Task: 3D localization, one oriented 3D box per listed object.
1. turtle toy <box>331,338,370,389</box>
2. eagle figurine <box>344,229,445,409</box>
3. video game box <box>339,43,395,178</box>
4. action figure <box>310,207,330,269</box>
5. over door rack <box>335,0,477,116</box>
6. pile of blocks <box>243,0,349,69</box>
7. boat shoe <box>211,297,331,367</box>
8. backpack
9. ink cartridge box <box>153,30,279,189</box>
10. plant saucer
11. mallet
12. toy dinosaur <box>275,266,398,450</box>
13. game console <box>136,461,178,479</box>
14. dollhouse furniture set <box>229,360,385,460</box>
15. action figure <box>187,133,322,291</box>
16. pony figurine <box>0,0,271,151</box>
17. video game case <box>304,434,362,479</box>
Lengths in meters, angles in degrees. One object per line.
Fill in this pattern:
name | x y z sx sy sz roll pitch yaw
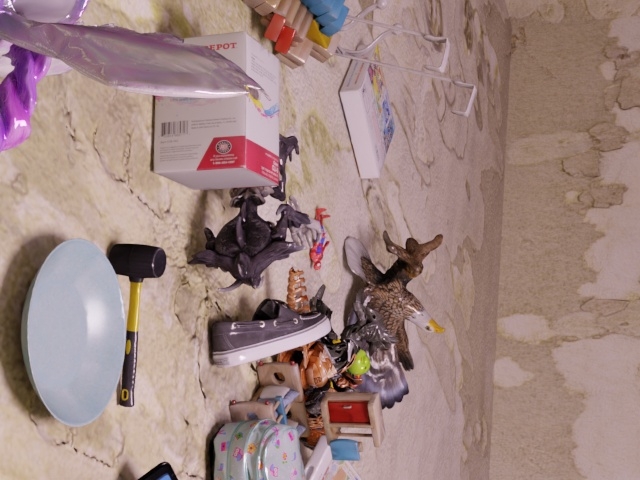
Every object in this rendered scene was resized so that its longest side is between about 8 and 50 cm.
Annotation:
turtle toy | 0.043 0.220 1.974 0.130 0.066 0.095 127 -29 -65
eagle figurine | 0.136 0.147 2.205 0.226 0.225 0.298 2 122 -33
video game box | 0.097 -0.260 2.279 0.187 0.048 0.205 -67 149 -48
action figure | 0.000 0.000 1.994 0.038 0.030 0.115 65 30 -59
over door rack | 0.118 -0.351 1.945 0.108 0.324 0.239 -59 157 -2
pile of blocks | -0.042 -0.360 1.725 0.112 0.149 0.362 -69 152 -20
boat shoe | -0.072 0.121 1.634 0.229 0.080 0.076 -14 93 -46
backpack | -0.085 0.334 1.566 0.152 0.115 0.182 -22 106 -68
ink cartridge box | -0.130 -0.164 1.466 0.127 0.128 0.176 22 67 -70
plant saucer | -0.264 0.095 1.182 0.195 0.038 0.194 -3 90 -72
mallet | -0.225 0.095 1.315 0.039 0.062 0.189 -2 104 -70
toy dinosaur | 0.003 0.188 1.813 0.218 0.164 0.322 -47 156 -43
game console | -0.191 0.335 1.306 0.107 0.071 0.122 -96 171 -52
dollhouse furniture set | -0.016 0.261 1.664 0.129 0.184 0.128 -54 138 -61
action figure | -0.082 -0.020 1.556 0.141 0.164 0.275 58 29 -47
pony figurine | -0.255 -0.210 0.966 0.351 0.303 0.363 -14 107 -38
video game case | -0.002 0.448 1.834 0.206 0.026 0.227 -61 150 -22
